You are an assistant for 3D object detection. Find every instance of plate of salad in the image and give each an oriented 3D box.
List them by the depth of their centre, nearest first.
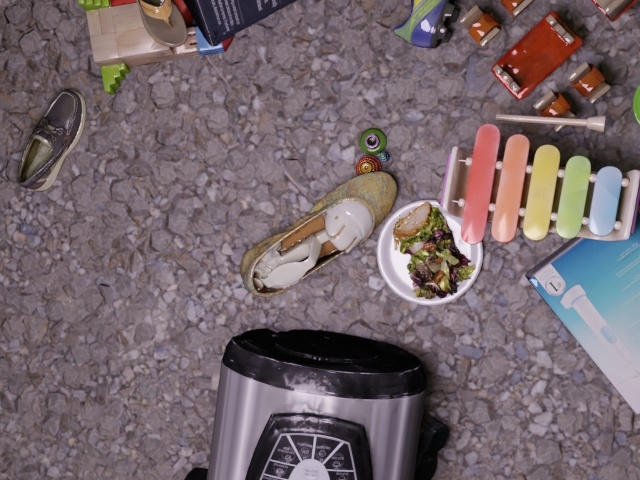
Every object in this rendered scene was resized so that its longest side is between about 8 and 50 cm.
[{"bbox_3d":[0.203,0.023,1.525,0.199,0.048,0.200,0,92,10],"label":"plate of salad"}]

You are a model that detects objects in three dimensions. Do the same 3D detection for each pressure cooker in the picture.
[{"bbox_3d":[-0.009,0.387,1.425,0.369,0.375,0.421,13,97,49],"label":"pressure cooker"}]

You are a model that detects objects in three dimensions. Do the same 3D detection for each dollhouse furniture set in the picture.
[{"bbox_3d":[0.424,-0.365,1.445,0.259,0.135,0.262,-42,84,21],"label":"dollhouse furniture set"}]

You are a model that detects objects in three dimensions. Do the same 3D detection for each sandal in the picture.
[{"bbox_3d":[-0.296,-0.435,1.469,0.072,0.049,0.180,-22,103,-11],"label":"sandal"}]

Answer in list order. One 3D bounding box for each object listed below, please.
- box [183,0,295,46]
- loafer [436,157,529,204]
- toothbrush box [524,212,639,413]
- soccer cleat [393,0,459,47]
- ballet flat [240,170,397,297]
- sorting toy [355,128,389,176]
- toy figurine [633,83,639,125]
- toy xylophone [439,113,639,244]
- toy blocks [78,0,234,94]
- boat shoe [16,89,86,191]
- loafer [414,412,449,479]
[{"bbox_3d":[-0.106,-0.675,1.363,0.471,0.297,0.480,-29,81,-6],"label":"box"},{"bbox_3d":[0.344,-0.100,1.463,0.268,0.102,0.092,3,81,6],"label":"loafer"},{"bbox_3d":[0.537,0.114,1.423,0.216,0.126,0.295,-40,84,9],"label":"toothbrush box"},{"bbox_3d":[0.209,-0.496,1.481,0.121,0.093,0.289,17,95,16],"label":"soccer cleat"},{"bbox_3d":[0.000,0.000,1.525,0.348,0.123,0.123,-32,86,11],"label":"ballet flat"},{"bbox_3d":[0.098,-0.162,1.540,0.061,0.042,0.102,9,94,11],"label":"sorting toy"},{"bbox_3d":[0.626,-0.256,1.373,0.173,0.159,0.130,-44,84,9],"label":"toy figurine"},{"bbox_3d":[0.366,-0.106,1.365,0.322,0.081,0.236,1,84,16],"label":"toy xylophone"},{"bbox_3d":[-0.316,-0.495,1.558,0.260,0.191,0.382,-9,91,0],"label":"toy blocks"},{"bbox_3d":[-0.547,-0.201,1.649,0.080,0.073,0.224,29,98,9],"label":"boat shoe"},{"bbox_3d":[0.187,0.407,1.547,0.061,0.062,0.170,36,109,47],"label":"loafer"}]
